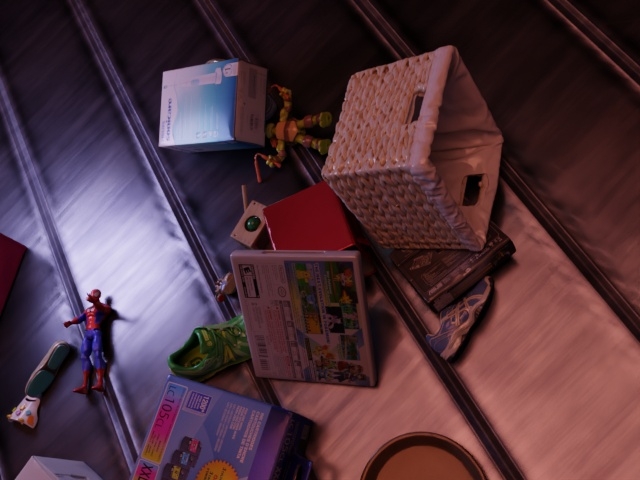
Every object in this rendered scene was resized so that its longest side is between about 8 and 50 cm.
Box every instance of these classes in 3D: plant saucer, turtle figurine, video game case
[{"bbox_3d":[0.213,0.539,1.394,0.277,0.041,0.278,-7,66,17],"label":"plant saucer"},{"bbox_3d":[-0.075,-0.279,1.815,0.217,0.087,0.270,9,88,31],"label":"turtle figurine"},{"bbox_3d":[-0.035,0.174,1.517,0.299,0.329,0.036,0,24,21],"label":"video game case"}]

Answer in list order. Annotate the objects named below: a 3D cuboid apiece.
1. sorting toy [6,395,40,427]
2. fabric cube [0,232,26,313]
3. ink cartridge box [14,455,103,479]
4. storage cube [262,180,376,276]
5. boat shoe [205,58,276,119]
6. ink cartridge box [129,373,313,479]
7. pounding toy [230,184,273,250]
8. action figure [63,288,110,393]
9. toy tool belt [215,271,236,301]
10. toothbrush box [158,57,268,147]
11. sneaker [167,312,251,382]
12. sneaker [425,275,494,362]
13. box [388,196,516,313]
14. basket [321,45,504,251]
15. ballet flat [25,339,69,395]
[{"bbox_3d":[-0.793,0.455,1.815,0.083,0.045,0.075,6,52,23],"label":"sorting toy"},{"bbox_3d":[-1.068,0.080,1.947,0.259,0.254,0.258,5,71,23],"label":"fabric cube"},{"bbox_3d":[-0.662,0.656,1.586,0.114,0.197,0.273,32,82,28],"label":"ink cartridge box"},{"bbox_3d":[0.000,0.000,1.616,0.215,0.184,0.193,-25,61,10],"label":"storage cube"},{"bbox_3d":[-0.242,-0.454,1.946,0.302,0.094,0.109,38,85,29],"label":"boat shoe"},{"bbox_3d":[-0.194,0.485,1.511,0.395,0.151,0.270,11,73,23],"label":"ink cartridge box"},{"bbox_3d":[-0.165,-0.043,1.720,0.100,0.141,0.130,26,79,28],"label":"pounding toy"},{"bbox_3d":[-0.620,0.249,1.779,0.091,0.139,0.280,-11,63,15],"label":"action figure"},{"bbox_3d":[-0.246,0.119,1.743,0.051,0.052,0.083,12,67,57],"label":"toy tool belt"},{"bbox_3d":[-0.295,-0.359,1.840,0.295,0.126,0.216,1,88,36],"label":"toothbrush box"},{"bbox_3d":[-0.238,0.250,1.636,0.295,0.123,0.109,-34,61,4],"label":"sneaker"},{"bbox_3d":[0.312,0.162,1.489,0.081,0.080,0.211,31,81,25],"label":"sneaker"},{"bbox_3d":[0.295,0.029,1.538,0.231,0.056,0.183,-39,44,2],"label":"box"},{"bbox_3d":[0.211,-0.185,1.487,0.266,0.331,0.328,-3,57,34],"label":"basket"},{"bbox_3d":[-0.741,0.346,1.837,0.168,0.057,0.052,-55,34,-11],"label":"ballet flat"}]
